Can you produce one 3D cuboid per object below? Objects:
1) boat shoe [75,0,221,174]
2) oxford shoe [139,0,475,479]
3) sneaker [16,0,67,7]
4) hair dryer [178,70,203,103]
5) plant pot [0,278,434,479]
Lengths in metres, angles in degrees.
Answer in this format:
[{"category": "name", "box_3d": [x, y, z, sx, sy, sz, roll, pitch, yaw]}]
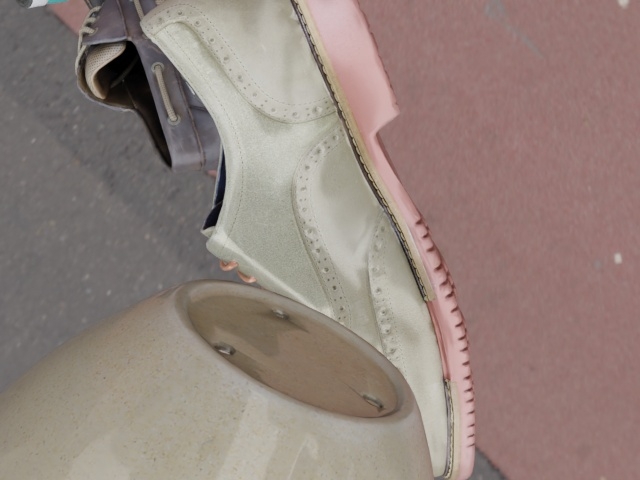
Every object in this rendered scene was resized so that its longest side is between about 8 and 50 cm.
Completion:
[{"category": "boat shoe", "box_3d": [-0.176, -0.196, 1.244, 0.130, 0.355, 0.132, -22, 141, -25]}, {"category": "oxford shoe", "box_3d": [0.000, 0.000, 0.868, 0.147, 0.140, 0.397, -21, 104, -3]}, {"category": "sneaker", "box_3d": [-0.289, -0.420, 1.467, 0.178, 0.124, 0.295, -12, 88, -29]}, {"category": "hair dryer", "box_3d": [-0.042, -0.265, 0.975, 0.293, 0.223, 0.080, -37, 152, 6]}, {"category": "plant pot", "box_3d": [-0.051, 0.133, 0.639, 0.284, 0.284, 0.191, 25, 107, -6]}]
